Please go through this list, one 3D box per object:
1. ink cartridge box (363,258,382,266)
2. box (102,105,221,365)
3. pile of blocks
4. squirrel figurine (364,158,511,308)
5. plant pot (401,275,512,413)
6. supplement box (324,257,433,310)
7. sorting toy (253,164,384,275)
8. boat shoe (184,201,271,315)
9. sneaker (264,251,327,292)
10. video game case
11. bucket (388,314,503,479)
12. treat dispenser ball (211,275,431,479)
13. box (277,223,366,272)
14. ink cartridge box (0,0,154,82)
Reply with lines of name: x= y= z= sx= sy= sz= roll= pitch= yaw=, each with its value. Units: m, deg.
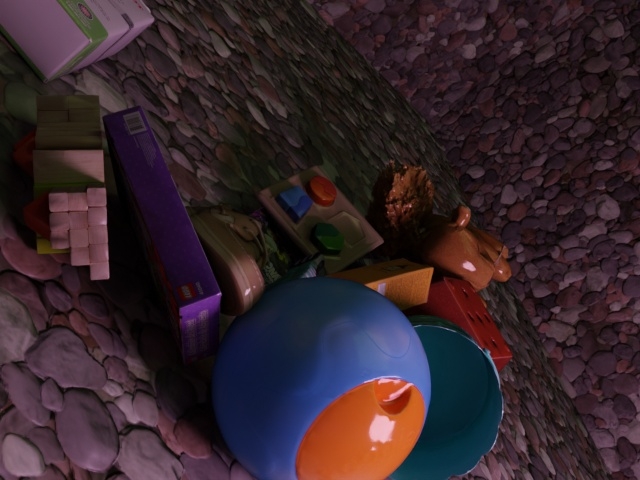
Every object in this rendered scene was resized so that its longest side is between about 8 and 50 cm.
ink cartridge box: x=0.104 y=0.091 z=1.832 sx=0.097 sy=0.046 sz=0.207 roll=59 pitch=20 yaw=15
box: x=-0.209 y=-0.003 z=1.088 sx=0.201 sy=0.057 sz=0.293 roll=102 pitch=-35 yaw=-61
pile of blocks: x=-0.334 y=-0.072 z=1.048 sx=0.112 sy=0.149 sz=0.362 roll=-2 pitch=34 yaw=-15
squirrel figurine: x=0.245 y=0.014 z=1.880 sx=0.397 sy=0.281 sz=0.370 roll=42 pitch=1 yaw=10
plant pot: x=0.220 y=0.209 z=1.628 sx=0.267 sy=0.235 sz=0.267 roll=13 pitch=45 yaw=-62
supplement box: x=0.102 y=0.087 z=1.431 sx=0.078 sy=0.080 sz=0.233 roll=17 pitch=19 yaw=37
sorting toy: x=0.037 y=-0.011 z=1.562 sx=0.307 sy=0.041 sz=0.229 roll=49 pitch=36 yaw=9
boat shoe: x=-0.128 y=0.004 z=1.138 sx=0.341 sy=0.110 sz=0.122 roll=-142 pitch=-143 yaw=-64
sneaker: x=-0.026 y=0.095 z=1.364 sx=0.098 sy=0.083 sz=0.223 roll=64 pitch=26 yaw=-8
video game case: x=-0.084 y=0.061 z=1.455 sx=0.232 sy=0.041 sz=0.210 roll=55 pitch=20 yaw=-1
bucket: x=0.172 y=0.260 z=1.397 sx=0.281 sy=0.281 sz=0.183 roll=56 pitch=11 yaw=3
treat dispenser ball: x=0.000 y=0.191 z=1.077 sx=0.288 sy=0.288 sz=0.288 roll=46 pitch=22 yaw=-24
box: x=0.000 y=0.000 z=1.673 sx=0.158 sy=0.093 sz=0.156 roll=32 pitch=30 yaw=-45
ink cartridge box: x=-0.411 y=-0.386 z=1.317 sx=0.198 sy=0.114 sz=0.273 roll=51 pitch=20 yaw=-11
